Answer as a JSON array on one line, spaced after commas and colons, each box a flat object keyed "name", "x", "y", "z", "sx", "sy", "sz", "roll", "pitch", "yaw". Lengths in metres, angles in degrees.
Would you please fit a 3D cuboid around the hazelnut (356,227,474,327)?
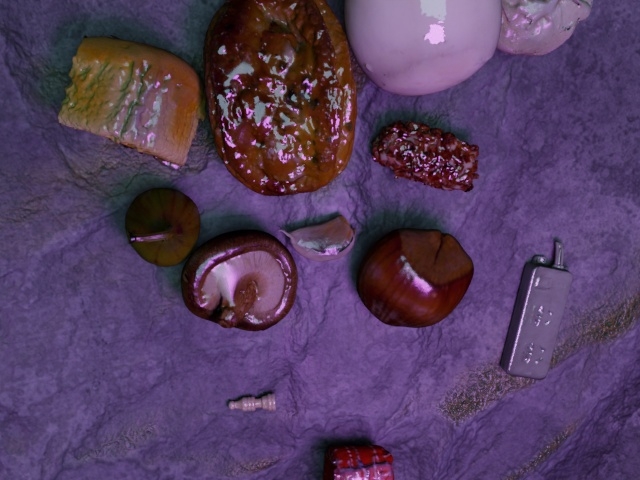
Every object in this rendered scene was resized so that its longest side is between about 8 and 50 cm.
[{"name": "hazelnut", "x": 0.177, "y": 0.072, "z": 1.898, "sx": 0.212, "sy": 0.181, "sz": 0.181, "roll": 24, "pitch": 66, "yaw": -15}]

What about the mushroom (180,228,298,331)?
[{"name": "mushroom", "x": -0.154, "y": 0.070, "z": 1.845, "sx": 0.231, "sy": 0.138, "sz": 0.194, "roll": 29, "pitch": 81, "yaw": -33}]

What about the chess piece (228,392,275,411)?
[{"name": "chess piece", "x": -0.136, "y": 0.323, "z": 1.945, "sx": 0.092, "sy": 0.035, "sz": 0.035, "roll": -3, "pitch": 101, "yaw": -6}]

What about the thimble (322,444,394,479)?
[{"name": "thimble", "x": 0.072, "y": 0.498, "z": 1.947, "sx": 0.125, "sy": 0.163, "sz": 0.189, "roll": 0, "pitch": 114, "yaw": -11}]

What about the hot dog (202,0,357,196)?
[{"name": "hot dog", "x": -0.071, "y": -0.270, "z": 1.777, "sx": 0.267, "sy": 0.174, "sz": 0.387, "roll": -6, "pitch": 101, "yaw": 1}]

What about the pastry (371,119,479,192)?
[{"name": "pastry", "x": 0.204, "y": -0.162, "z": 1.892, "sx": 0.209, "sy": 0.097, "sz": 0.115, "roll": 20, "pitch": 86, "yaw": -12}]

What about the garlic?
[{"name": "garlic", "x": 0.000, "y": 0.004, "z": 1.902, "sx": 0.152, "sy": 0.066, "sz": 0.084, "roll": -16, "pitch": 75, "yaw": -11}]

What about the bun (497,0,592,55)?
[{"name": "bun", "x": 0.399, "y": -0.464, "z": 1.847, "sx": 0.239, "sy": 0.141, "sz": 0.239, "roll": -1, "pitch": 97, "yaw": -11}]

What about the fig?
[{"name": "fig", "x": -0.282, "y": -0.029, "z": 1.778, "sx": 0.148, "sy": 0.186, "sz": 0.142, "roll": 27, "pitch": 77, "yaw": -21}]

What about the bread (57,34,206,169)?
[{"name": "bread", "x": -0.316, "y": -0.256, "z": 1.746, "sx": 0.262, "sy": 0.163, "sz": 0.204, "roll": 17, "pitch": 85, "yaw": -27}]

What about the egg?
[{"name": "egg", "x": 0.178, "y": -0.424, "z": 1.734, "sx": 0.283, "sy": 0.283, "sz": 0.345, "roll": -14, "pitch": 117, "yaw": -8}]

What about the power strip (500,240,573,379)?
[{"name": "power strip", "x": 0.447, "y": 0.140, "z": 2.010, "sx": 0.093, "sy": 0.053, "sz": 0.288, "roll": 10, "pitch": 99, "yaw": -12}]
